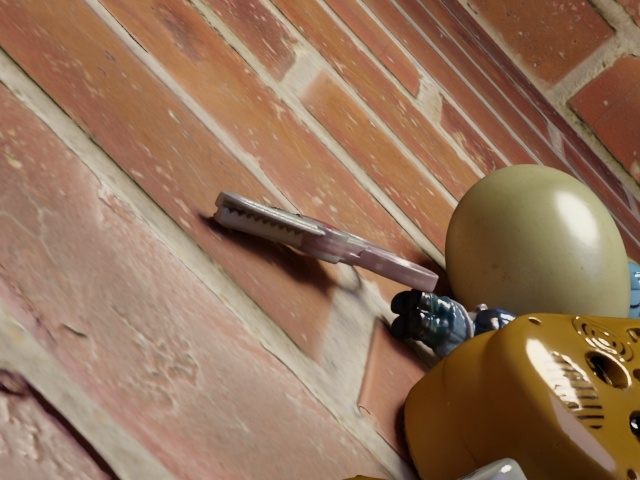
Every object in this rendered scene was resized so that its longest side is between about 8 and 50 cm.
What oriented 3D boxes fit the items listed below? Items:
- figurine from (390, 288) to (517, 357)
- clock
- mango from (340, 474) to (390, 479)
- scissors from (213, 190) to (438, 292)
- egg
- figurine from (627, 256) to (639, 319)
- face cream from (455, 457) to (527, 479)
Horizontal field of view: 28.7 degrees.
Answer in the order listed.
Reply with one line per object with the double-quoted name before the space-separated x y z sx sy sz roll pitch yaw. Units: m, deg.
"figurine" 0.135 0.086 1.190 0.149 0.087 0.086 29 45 -36
"clock" 0.218 0.177 1.057 0.317 0.200 0.244 16 34 -45
"mango" 0.077 0.223 0.752 0.227 0.109 0.147 45 43 -13
"scissors" 0.000 0.000 1.083 0.118 0.031 0.242 27 6 43
"egg" 0.234 0.035 1.334 0.188 0.188 0.254 27 34 -48
"figurine" 0.408 0.109 1.695 0.180 0.154 0.262 15 20 -45
"face cream" 0.171 0.306 0.863 0.314 0.089 0.143 63 21 8
